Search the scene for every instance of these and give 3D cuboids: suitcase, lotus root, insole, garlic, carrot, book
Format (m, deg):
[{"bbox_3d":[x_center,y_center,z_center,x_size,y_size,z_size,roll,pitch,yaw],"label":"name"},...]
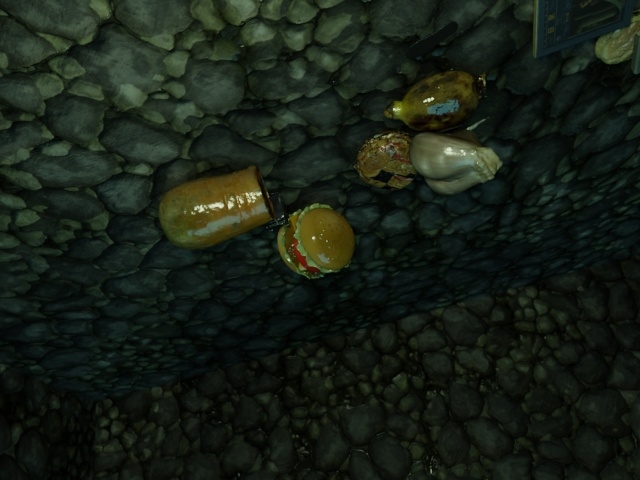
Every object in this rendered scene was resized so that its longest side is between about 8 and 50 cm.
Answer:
[{"bbox_3d":[-0.163,-0.102,1.703,0.086,0.126,0.059,-18,161,3],"label":"suitcase"},{"bbox_3d":[0.343,-0.400,1.427,0.314,0.141,0.169,-15,152,5],"label":"lotus root"},{"bbox_3d":[0.301,-0.542,1.319,0.153,0.002,0.053,-30,145,24],"label":"insole"},{"bbox_3d":[0.396,-0.291,1.530,0.231,0.340,0.246,35,126,-18],"label":"garlic"},{"bbox_3d":[-0.328,-0.100,1.549,0.341,0.224,0.224,-18,148,-2],"label":"carrot"},{"bbox_3d":[0.707,-0.621,1.306,0.269,0.025,0.190,-18,136,5],"label":"book"}]

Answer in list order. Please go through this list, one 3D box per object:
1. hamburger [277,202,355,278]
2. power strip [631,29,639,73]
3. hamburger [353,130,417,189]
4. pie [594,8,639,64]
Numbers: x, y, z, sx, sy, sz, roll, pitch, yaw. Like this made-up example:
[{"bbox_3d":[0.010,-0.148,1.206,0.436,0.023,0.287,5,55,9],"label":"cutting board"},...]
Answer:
[{"bbox_3d":[0.000,0.000,1.775,0.275,0.274,0.212,12,161,-36],"label":"hamburger"},{"bbox_3d":[0.957,-0.570,1.431,0.060,0.027,0.253,-29,155,20],"label":"power strip"},{"bbox_3d":[0.231,-0.268,1.630,0.231,0.106,0.231,-4,148,-3],"label":"hamburger"},{"bbox_3d":[0.925,-0.601,1.439,0.218,0.052,0.185,-20,147,4],"label":"pie"}]
